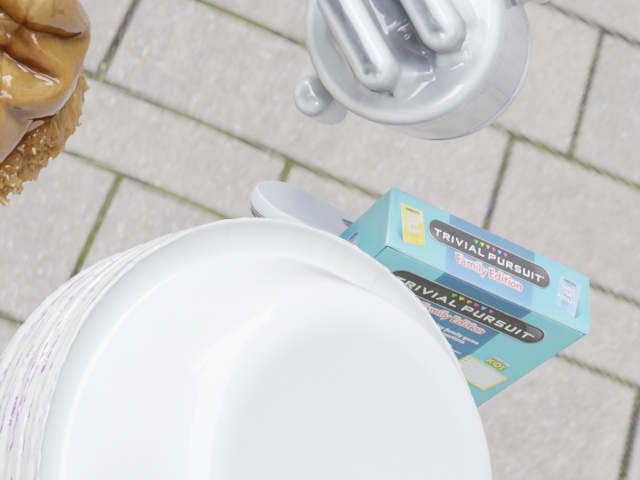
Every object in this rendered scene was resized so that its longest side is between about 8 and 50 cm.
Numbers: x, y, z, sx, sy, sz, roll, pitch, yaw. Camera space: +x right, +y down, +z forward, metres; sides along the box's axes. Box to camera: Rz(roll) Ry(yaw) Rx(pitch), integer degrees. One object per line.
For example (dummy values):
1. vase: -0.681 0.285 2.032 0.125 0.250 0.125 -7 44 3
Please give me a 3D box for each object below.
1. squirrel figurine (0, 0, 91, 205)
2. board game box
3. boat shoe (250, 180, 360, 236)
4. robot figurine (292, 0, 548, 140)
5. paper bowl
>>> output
1. squirrel figurine: -0.418 -0.093 1.693 0.281 0.397 0.370 20 79 13
2. board game box: 0.093 0.098 1.732 0.254 0.336 0.079 24 51 -21
3. boat shoe: 0.000 0.000 1.815 0.228 0.076 0.080 18 30 -40
4. robot figurine: 0.106 -0.207 1.610 0.300 0.353 0.200 -27 82 15
5. paper bowl: -0.026 0.128 0.809 0.284 0.148 0.284 9 75 -36
